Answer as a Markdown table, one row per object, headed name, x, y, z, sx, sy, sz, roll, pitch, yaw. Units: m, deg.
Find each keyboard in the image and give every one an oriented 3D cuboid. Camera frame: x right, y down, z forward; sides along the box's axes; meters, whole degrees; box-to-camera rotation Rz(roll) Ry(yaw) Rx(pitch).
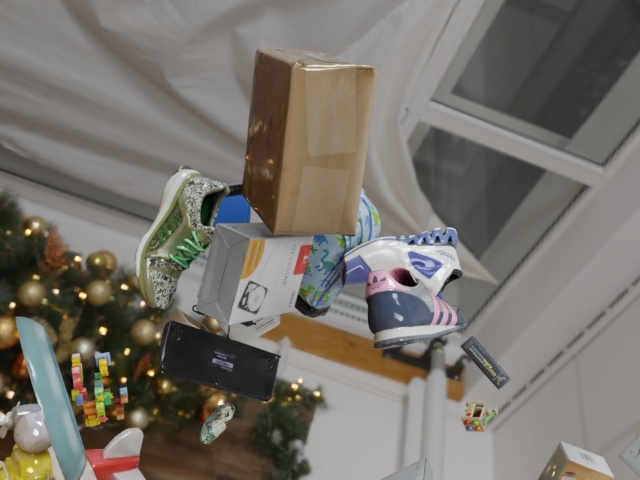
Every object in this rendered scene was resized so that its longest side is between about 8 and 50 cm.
| name | x | y | z | sx | sy | sz | roll | pitch | yaw |
| --- | --- | --- | --- | --- | --- | --- | --- | --- | --- |
| keyboard | -0.232 | 0.256 | 1.749 | 0.033 | 0.317 | 0.202 | -16 | -123 | 51 |

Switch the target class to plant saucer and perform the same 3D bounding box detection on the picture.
| name | x | y | z | sx | sy | sz | roll | pitch | yaw |
| --- | --- | --- | --- | --- | --- | --- | --- | --- | --- |
| plant saucer | -0.474 | 0.281 | 1.299 | 0.318 | 0.043 | 0.318 | 52 | -29 | 45 |

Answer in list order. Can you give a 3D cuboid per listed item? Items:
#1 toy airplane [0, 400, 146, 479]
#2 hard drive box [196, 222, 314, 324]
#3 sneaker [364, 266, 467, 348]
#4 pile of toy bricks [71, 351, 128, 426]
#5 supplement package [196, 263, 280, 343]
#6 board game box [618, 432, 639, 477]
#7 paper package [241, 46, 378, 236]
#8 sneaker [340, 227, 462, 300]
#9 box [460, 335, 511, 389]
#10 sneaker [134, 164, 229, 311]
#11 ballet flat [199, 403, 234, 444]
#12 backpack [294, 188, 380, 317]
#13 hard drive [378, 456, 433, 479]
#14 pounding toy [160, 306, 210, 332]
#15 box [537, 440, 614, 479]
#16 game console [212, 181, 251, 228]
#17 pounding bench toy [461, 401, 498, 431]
| name | x | y | z | sx | sy | sz | roll | pitch | yaw |
| --- | --- | --- | --- | --- | --- | --- | --- | --- | --- |
| toy airplane | -0.559 | 0.476 | 1.553 | 0.384 | 0.385 | 0.273 | -62 | 152 | -63 |
| hard drive box | -0.129 | 0.060 | 1.481 | 0.232 | 0.089 | 0.181 | -5 | 114 | -60 |
| sneaker | 0.171 | 0.108 | 1.266 | 0.319 | 0.112 | 0.131 | 7 | 68 | -65 |
| pile of toy bricks | -0.488 | 0.353 | 1.616 | 0.105 | 0.118 | 0.212 | -116 | -157 | -52 |
| supplement package | -0.230 | 0.155 | 2.096 | 0.149 | 0.203 | 0.194 | -30 | -159 | 11 |
| board game box | 0.802 | 0.392 | 1.552 | 0.303 | 0.224 | 0.097 | -51 | -129 | 12 |
| paper package | -0.033 | -0.201 | 1.428 | 0.309 | 0.168 | 0.325 | -132 | -134 | -63 |
| sneaker | 0.217 | 0.086 | 1.799 | 0.127 | 0.315 | 0.182 | 93 | -17 | -63 |
| box | 0.549 | 0.404 | 2.437 | 0.059 | 0.183 | 0.232 | -41 | 166 | 4 |
| sneaker | -0.359 | -0.005 | 1.950 | 0.158 | 0.182 | 0.411 | 34 | 68 | -55 |
| ballet flat | -0.317 | 0.566 | 2.278 | 0.188 | 0.070 | 0.070 | -61 | 174 | -66 |
| backpack | 0.000 | 0.000 | 1.957 | 0.355 | 0.290 | 0.273 | -43 | 163 | 20 |
| hard drive | 0.080 | 0.539 | 1.456 | 0.307 | 0.040 | 0.203 | -29 | 173 | 7 |
| pounding toy | -0.376 | 0.270 | 2.014 | 0.100 | 0.130 | 0.141 | -53 | -147 | -3 |
| box | 0.657 | 0.637 | 1.909 | 0.091 | 0.130 | 0.171 | -83 | -166 | -73 |
| game console | -0.329 | -0.097 | 2.457 | 0.250 | 0.293 | 0.174 | -26 | 109 | -66 |
| pounding bench toy | 0.421 | 0.467 | 1.918 | 0.083 | 0.052 | 0.065 | -7 | -147 | 31 |
